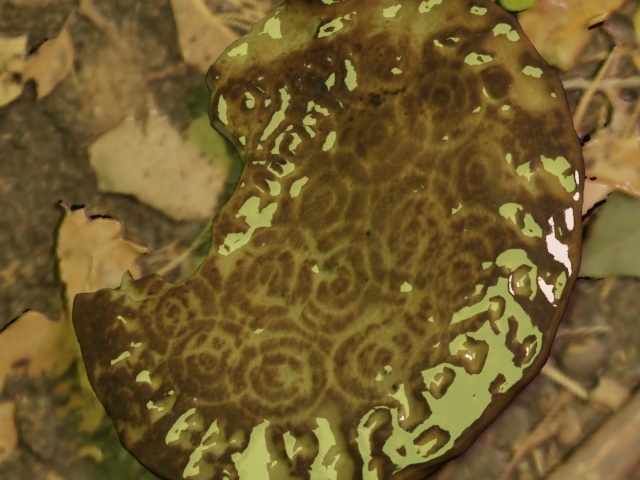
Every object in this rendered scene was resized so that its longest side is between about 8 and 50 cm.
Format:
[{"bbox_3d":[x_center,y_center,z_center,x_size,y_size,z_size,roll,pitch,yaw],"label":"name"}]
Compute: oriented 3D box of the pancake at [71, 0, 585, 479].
[{"bbox_3d":[0.000,0.000,0.977,0.286,0.033,0.288,-18,65,17],"label":"pancake"}]
